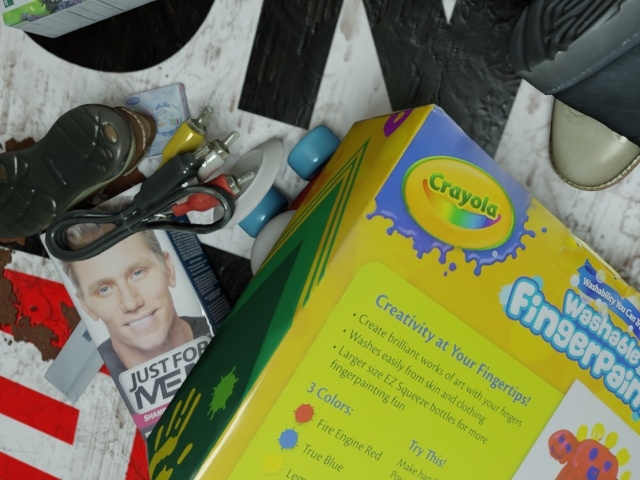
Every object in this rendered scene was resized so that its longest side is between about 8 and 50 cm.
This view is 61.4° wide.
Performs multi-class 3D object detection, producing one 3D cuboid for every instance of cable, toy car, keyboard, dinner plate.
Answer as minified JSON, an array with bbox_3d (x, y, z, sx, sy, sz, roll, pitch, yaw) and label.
[{"bbox_3d":[-0.211,-0.036,0.683,0.287,0.072,0.139,-32,89,17],"label":"cable"},{"bbox_3d":[0.000,0.000,0.637,0.219,0.238,0.210,45,106,2],"label":"toy car"},{"bbox_3d":[-0.365,0.156,0.873,0.072,0.014,0.256,41,106,10],"label":"keyboard"},{"bbox_3d":[-0.100,-0.078,0.707,0.141,0.141,0.017,-43,123,17],"label":"dinner plate"}]

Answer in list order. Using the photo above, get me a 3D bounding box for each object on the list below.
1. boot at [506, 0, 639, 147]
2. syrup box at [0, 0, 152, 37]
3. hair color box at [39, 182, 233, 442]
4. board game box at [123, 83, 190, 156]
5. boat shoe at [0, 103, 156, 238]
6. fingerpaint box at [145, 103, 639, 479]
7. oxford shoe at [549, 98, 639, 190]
[{"bbox_3d":[0.431,-0.132,0.393,0.445,0.367,0.146,27,63,-19],"label":"boot"},{"bbox_3d":[-0.310,-0.360,0.725,0.237,0.096,0.093,-12,96,16],"label":"syrup box"},{"bbox_3d":[-0.228,0.108,0.773,0.174,0.105,0.347,-26,92,9],"label":"hair color box"},{"bbox_3d":[-0.231,-0.171,0.777,0.090,0.020,0.090,-8,98,15],"label":"board game box"},{"bbox_3d":[-0.364,-0.096,0.774,0.324,0.120,0.122,-18,102,24],"label":"boat shoe"},{"bbox_3d":[0.127,0.157,0.529,0.445,0.163,0.371,35,83,-21],"label":"fingerpaint box"},{"bbox_3d":[0.314,-0.228,0.534,0.140,0.146,0.396,26,122,31],"label":"oxford shoe"}]
